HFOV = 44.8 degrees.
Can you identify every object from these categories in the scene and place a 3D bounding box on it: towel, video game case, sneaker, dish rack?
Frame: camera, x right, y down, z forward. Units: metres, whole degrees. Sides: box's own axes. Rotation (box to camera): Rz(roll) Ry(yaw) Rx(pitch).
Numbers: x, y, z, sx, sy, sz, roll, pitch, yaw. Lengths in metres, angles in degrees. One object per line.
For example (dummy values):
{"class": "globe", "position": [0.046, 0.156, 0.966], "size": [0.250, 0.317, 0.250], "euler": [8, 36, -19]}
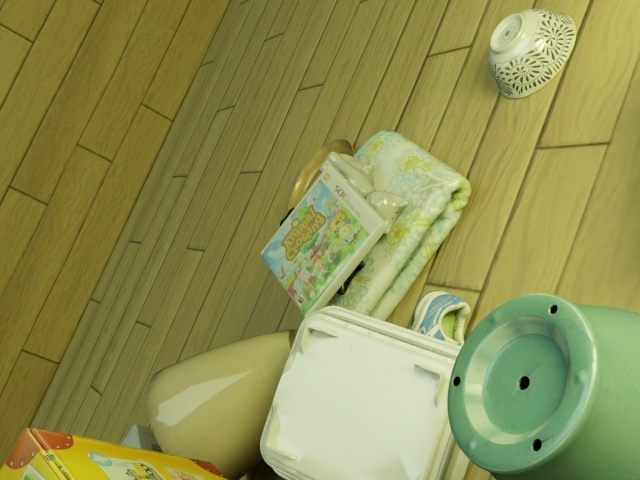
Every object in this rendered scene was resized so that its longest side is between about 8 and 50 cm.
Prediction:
{"class": "towel", "position": [0.095, -0.009, 1.455], "size": [0.374, 0.090, 0.320], "euler": [-56, 32, 10]}
{"class": "video game case", "position": [0.000, 0.000, 1.346], "size": [0.212, 0.023, 0.193], "euler": [-52, 44, 13]}
{"class": "sneaker", "position": [0.165, 0.173, 1.181], "size": [0.081, 0.080, 0.211], "euler": [-6, 61, 60]}
{"class": "dish rack", "position": [0.059, 0.256, 1.140], "size": [0.333, 0.072, 0.285], "euler": [15, 84, 37]}

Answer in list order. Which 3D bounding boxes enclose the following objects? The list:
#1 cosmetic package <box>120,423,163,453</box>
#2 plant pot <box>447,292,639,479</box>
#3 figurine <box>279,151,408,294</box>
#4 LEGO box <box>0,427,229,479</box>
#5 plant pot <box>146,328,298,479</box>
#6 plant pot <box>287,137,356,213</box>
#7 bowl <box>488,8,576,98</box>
{"class": "cosmetic package", "position": [-0.423, 0.647, 1.634], "size": [0.453, 0.161, 0.230], "euler": [-56, 29, 11]}
{"class": "plant pot", "position": [0.282, 0.184, 0.800], "size": [0.271, 0.255, 0.272], "euler": [-38, 37, 35]}
{"class": "figurine", "position": [0.048, -0.036, 1.391], "size": [0.215, 0.092, 0.209], "euler": [-54, 40, 12]}
{"class": "LEGO box", "position": [-0.188, 0.483, 1.044], "size": [0.500, 0.372, 0.193], "euler": [27, 89, 45]}
{"class": "plant pot", "position": [-0.130, 0.285, 1.433], "size": [0.274, 0.256, 0.256], "euler": [-33, 36, 15]}
{"class": "plant pot", "position": [0.009, -0.118, 1.742], "size": [0.236, 0.032, 0.236], "euler": [-40, 34, 35]}
{"class": "bowl", "position": [0.346, -0.338, 1.339], "size": [0.170, 0.080, 0.170], "euler": [-40, 35, 36]}
